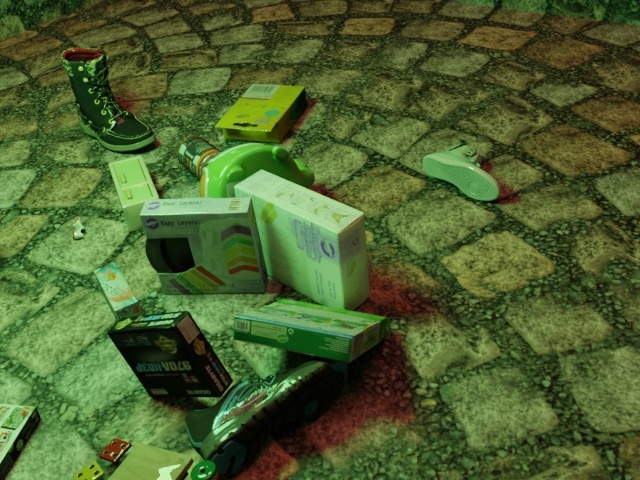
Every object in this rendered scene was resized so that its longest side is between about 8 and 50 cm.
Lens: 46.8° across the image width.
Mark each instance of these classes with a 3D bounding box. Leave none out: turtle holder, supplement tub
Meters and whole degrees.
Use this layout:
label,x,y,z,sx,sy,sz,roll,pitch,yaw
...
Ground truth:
label,x,y,z,sx,sy,sz,roll,pitch,yaw
turtle holder,-0.173,-0.159,1.953,0.320,0.243,0.227,-46,34,-19
supplement tub,-0.338,-0.232,2.194,0.106,0.106,0.198,-27,40,-25

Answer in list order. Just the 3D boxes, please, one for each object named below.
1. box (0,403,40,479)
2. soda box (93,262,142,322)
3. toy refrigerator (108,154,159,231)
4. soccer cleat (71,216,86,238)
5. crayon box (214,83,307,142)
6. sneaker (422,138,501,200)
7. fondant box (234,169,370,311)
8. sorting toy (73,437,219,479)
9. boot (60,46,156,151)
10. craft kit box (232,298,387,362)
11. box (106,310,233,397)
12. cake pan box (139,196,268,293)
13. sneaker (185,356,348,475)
label,x,y,z,sx,sy,sz,roll,pitch,yaw
box,-0.642,0.405,1.425,0.114,0.036,0.207,2,37,12
soda box,-0.479,0.129,1.755,0.058,0.062,0.183,-23,39,-21
toy refrigerator,-0.527,-0.142,2.109,0.102,0.094,0.269,-16,38,-14
soccer cleat,-0.663,-0.034,2.040,0.036,0.029,0.083,-1,39,-8
crayon box,-0.192,-0.410,2.435,0.202,0.081,0.318,7,38,19
sneaker,0.425,-0.201,2.043,0.151,0.094,0.256,-27,42,-30
fondant box,-0.043,0.001,1.714,0.330,0.238,0.096,24,46,35
sorting toy,-0.314,0.434,1.315,0.275,0.046,0.132,3,36,31
boot,-0.698,-0.460,2.408,0.138,0.284,0.377,-33,43,-31
craft kit box,-0.015,0.179,1.523,0.250,0.060,0.247,8,9,20
box,-0.295,0.225,1.440,0.220,0.175,0.051,-9,27,40
cake pan box,-0.271,0.015,1.726,0.267,0.245,0.070,0,36,8
sneaker,-0.099,0.297,1.416,0.341,0.125,0.140,-27,39,-27
